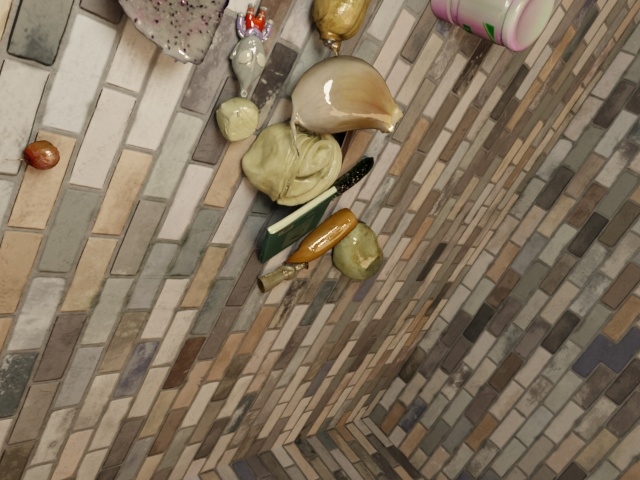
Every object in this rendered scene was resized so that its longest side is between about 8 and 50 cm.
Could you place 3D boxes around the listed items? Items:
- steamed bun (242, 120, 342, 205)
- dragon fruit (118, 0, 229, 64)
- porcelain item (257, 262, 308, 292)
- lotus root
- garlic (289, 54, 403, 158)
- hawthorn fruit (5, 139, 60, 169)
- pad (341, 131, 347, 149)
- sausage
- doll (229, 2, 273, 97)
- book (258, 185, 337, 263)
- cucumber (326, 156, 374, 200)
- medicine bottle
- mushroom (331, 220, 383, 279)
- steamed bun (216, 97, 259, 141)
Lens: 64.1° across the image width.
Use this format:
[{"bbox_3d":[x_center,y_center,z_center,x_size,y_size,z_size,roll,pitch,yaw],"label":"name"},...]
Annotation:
[{"bbox_3d":[-0.059,-0.228,1.580,0.276,0.203,0.289,-52,147,6],"label":"steamed bun"},{"bbox_3d":[-0.282,-0.542,1.046,0.221,0.204,0.283,17,126,-23],"label":"dragon fruit"},{"bbox_3d":[-0.142,0.127,1.974,0.213,0.054,0.084,-27,143,-27],"label":"porcelain item"},{"bbox_3d":[0.059,-0.633,1.369,0.257,0.140,0.154,-61,174,6],"label":"lotus root"},{"bbox_3d":[0.039,-0.408,1.497,0.340,0.231,0.246,-18,112,-14],"label":"garlic"},{"bbox_3d":[-0.628,-0.181,1.120,0.103,0.067,0.067,-28,141,-31],"label":"hawthorn fruit"},{"bbox_3d":[0.082,-0.310,1.744,0.176,0.002,0.266,-59,170,-60],"label":"pad"},{"bbox_3d":[0.000,-0.001,1.961,0.328,0.112,0.112,-38,145,-9],"label":"sausage"},{"bbox_3d":[-0.181,-0.482,1.313,0.102,0.075,0.228,4,111,-30],"label":"doll"},{"bbox_3d":[-0.086,-0.041,1.735,0.264,0.031,0.379,-34,173,-19],"label":"book"},{"bbox_3d":[0.112,-0.229,1.892,0.245,0.067,0.067,-36,144,-19],"label":"cucumber"},{"bbox_3d":[0.535,-0.750,1.608,0.212,0.325,0.212,-30,142,-26],"label":"medicine bottle"},{"bbox_3d":[0.164,0.066,2.153,0.189,0.164,0.267,-18,136,-38],"label":"mushroom"},{"bbox_3d":[-0.224,-0.336,1.387,0.112,0.091,0.130,-23,155,-17],"label":"steamed bun"}]
